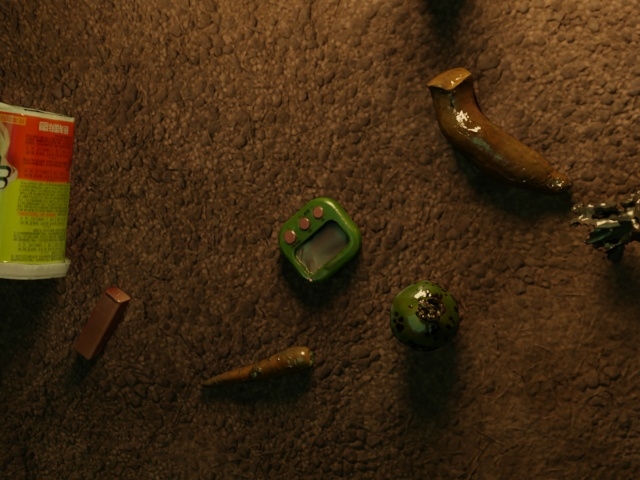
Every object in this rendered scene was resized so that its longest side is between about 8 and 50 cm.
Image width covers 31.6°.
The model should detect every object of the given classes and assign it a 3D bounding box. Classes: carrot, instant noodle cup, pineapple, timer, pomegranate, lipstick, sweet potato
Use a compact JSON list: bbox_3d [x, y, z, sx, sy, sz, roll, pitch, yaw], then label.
[{"bbox_3d":[-0.119,0.241,2.097,0.254,0.049,0.049,-19,91,27],"label":"carrot"},{"bbox_3d":[-0.598,-0.103,2.123,0.294,0.294,0.308,11,96,20],"label":"instant noodle cup"},{"bbox_3d":[0.547,-0.057,1.697,0.361,0.175,0.175,-10,95,38],"label":"pineapple"},{"bbox_3d":[0.000,0.000,2.006,0.140,0.047,0.128,-41,81,22],"label":"timer"},{"bbox_3d":[0.177,0.125,1.902,0.122,0.161,0.122,0,80,1],"label":"pomegranate"},{"bbox_3d":[-0.424,0.161,2.200,0.045,0.045,0.145,36,110,11],"label":"lipstick"},{"bbox_3d":[0.283,-0.167,1.847,0.286,0.085,0.112,42,106,10],"label":"sweet potato"}]
